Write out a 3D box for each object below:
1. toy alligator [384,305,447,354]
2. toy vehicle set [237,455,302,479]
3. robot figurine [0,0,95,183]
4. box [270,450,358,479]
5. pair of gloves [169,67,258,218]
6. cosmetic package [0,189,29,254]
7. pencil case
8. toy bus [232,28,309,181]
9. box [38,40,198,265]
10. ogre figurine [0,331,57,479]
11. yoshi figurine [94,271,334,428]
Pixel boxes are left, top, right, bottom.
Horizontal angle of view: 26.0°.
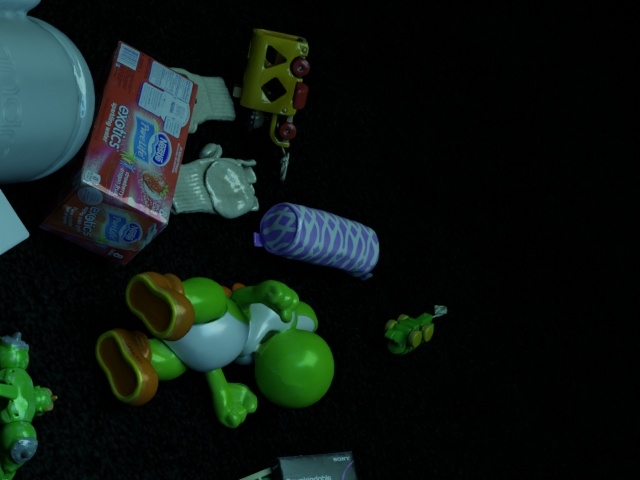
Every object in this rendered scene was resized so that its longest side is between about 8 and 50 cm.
[{"bbox_3d":[0.152,0.150,2.235,0.189,0.056,0.051,-18,124,-56],"label":"toy alligator"},{"bbox_3d":[-0.036,0.429,1.816,0.166,0.035,0.267,-12,78,-54],"label":"toy vehicle set"},{"bbox_3d":[-0.391,-0.160,1.580,0.199,0.300,0.353,22,14,18],"label":"robot figurine"},{"bbox_3d":[0.004,0.361,1.823,0.116,0.029,0.162,0,65,-30],"label":"box"},{"bbox_3d":[-0.172,-0.145,2.017,0.204,0.042,0.240,3,66,-52],"label":"pair of gloves"},{"bbox_3d":[-0.484,0.082,1.254,0.097,0.284,0.377,57,35,-6],"label":"cosmetic package"},{"bbox_3d":[0.000,0.000,2.101,0.206,0.088,0.086,19,60,-46],"label":"pencil case"},{"bbox_3d":[-0.081,-0.226,2.121,0.104,0.191,0.202,11,57,-7],"label":"toy bus"},{"bbox_3d":[-0.258,-0.113,1.797,0.128,0.122,0.257,27,47,-23],"label":"box"},{"bbox_3d":[-0.353,0.185,1.498,0.097,0.118,0.197,34,44,-35],"label":"ogre figurine"},{"bbox_3d":[-0.102,0.143,1.805,0.362,0.203,0.203,4,81,-54],"label":"yoshi figurine"}]
